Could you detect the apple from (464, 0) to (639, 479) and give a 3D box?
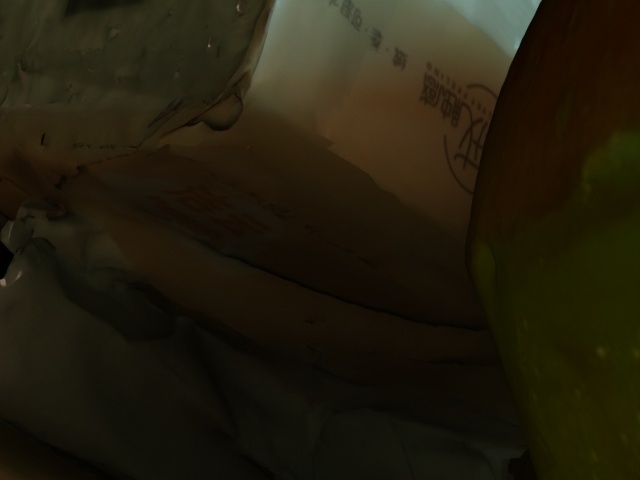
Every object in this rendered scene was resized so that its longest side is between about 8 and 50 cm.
[{"bbox_3d":[0.209,0.056,0.422,0.384,0.374,0.374,15,9,-29],"label":"apple"}]

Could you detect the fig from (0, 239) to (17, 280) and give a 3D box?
[{"bbox_3d":[-0.116,-0.048,0.723,0.128,0.150,0.128,17,7,-2],"label":"fig"}]

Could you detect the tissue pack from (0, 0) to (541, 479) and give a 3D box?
[{"bbox_3d":[0.000,0.000,0.607,0.305,0.238,0.238,32,1,-44],"label":"tissue pack"}]

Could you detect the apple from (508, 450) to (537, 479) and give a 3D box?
[{"bbox_3d":[0.189,0.089,0.805,0.257,0.257,0.234,32,-20,-21],"label":"apple"}]
